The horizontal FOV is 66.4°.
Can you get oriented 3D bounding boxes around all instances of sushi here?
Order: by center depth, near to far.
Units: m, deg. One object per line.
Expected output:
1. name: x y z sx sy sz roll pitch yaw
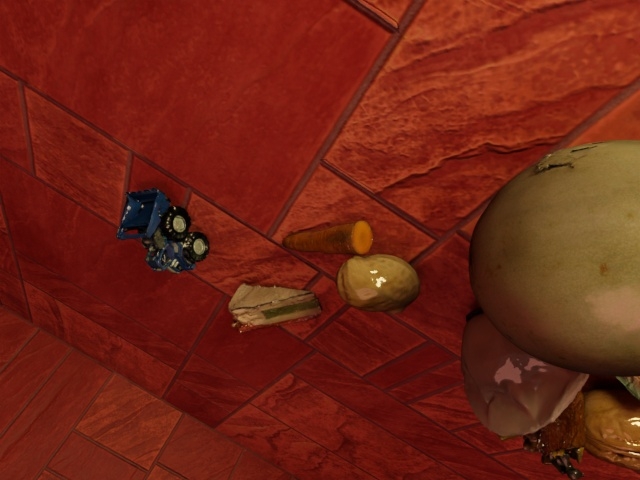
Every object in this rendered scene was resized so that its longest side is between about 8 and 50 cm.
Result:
1. sushi: 0.418 0.349 0.945 0.166 0.179 0.296 13 168 -5

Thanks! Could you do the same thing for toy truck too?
1. toy truck: -0.359 -0.013 1.090 0.113 0.126 0.208 -3 132 35

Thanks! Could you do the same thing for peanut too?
1. peanut: 0.102 0.077 0.902 0.159 0.109 0.140 20 148 -40

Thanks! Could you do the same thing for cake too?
1. cake: -0.122 0.170 1.162 0.220 0.117 0.086 8 132 27

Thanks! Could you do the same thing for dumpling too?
1. dumpling: 0.326 0.200 0.841 0.163 0.204 0.293 49 151 -5

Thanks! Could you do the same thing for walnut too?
1. walnut: 0.569 0.350 0.917 0.180 0.144 0.144 10 140 34

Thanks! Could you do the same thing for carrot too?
1. carrot: 0.000 0.000 0.941 0.209 0.061 0.061 -4 133 43

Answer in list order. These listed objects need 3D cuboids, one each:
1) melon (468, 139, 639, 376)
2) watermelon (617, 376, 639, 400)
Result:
1. melon: 0.329 0.018 0.564 0.268 0.268 0.330 39 160 -14
2. watermelon: 0.572 0.222 0.810 0.155 0.101 0.080 -2 128 14
